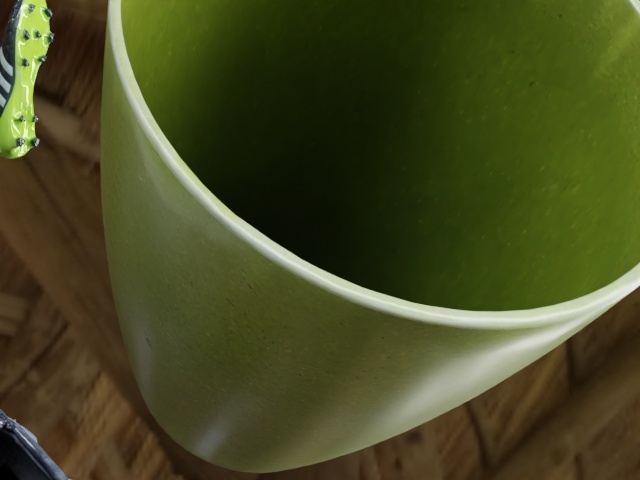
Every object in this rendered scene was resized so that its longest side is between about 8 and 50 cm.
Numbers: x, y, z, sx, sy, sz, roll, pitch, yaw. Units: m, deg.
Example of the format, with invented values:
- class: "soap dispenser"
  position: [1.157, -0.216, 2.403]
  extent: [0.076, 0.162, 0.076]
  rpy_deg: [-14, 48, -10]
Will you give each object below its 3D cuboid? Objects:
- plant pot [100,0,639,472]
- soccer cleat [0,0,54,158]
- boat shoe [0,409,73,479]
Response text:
- class: "plant pot"
  position: [0.000, 0.000, 0.712]
  extent: [0.274, 0.275, 0.293]
  rpy_deg: [14, -38, -11]
- class: "soccer cleat"
  position: [-0.325, -0.176, 1.431]
  extent: [0.072, 0.179, 0.060]
  rpy_deg: [9, 2, 25]
- class: "boat shoe"
  position: [-0.215, 0.123, 0.761]
  extent: [0.301, 0.108, 0.102]
  rpy_deg: [39, -43, 21]
